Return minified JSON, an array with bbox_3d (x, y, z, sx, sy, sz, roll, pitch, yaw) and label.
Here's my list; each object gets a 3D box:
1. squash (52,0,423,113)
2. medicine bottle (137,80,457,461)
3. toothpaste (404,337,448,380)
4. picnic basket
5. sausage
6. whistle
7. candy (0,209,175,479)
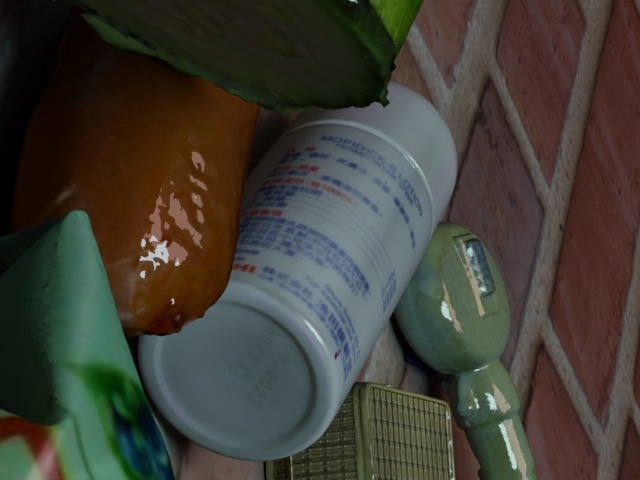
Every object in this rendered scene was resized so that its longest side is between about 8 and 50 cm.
[{"bbox_3d":[-0.009,-0.285,1.009,0.263,0.263,0.384,45,63,-51],"label":"squash"},{"bbox_3d":[0.000,0.000,1.317,0.130,0.130,0.341,69,27,-22],"label":"medicine bottle"},{"bbox_3d":[0.089,0.099,1.611,0.083,0.015,0.024,34,42,-51],"label":"toothpaste"},{"bbox_3d":[0.030,0.161,1.379,0.164,0.079,0.115,21,61,-62],"label":"picnic basket"},{"bbox_3d":[-0.102,-0.056,1.128,0.133,0.133,0.258,54,36,-44],"label":"sausage"},{"bbox_3d":[0.122,0.092,1.592,0.126,0.067,0.258,-14,86,-58],"label":"whistle"},{"bbox_3d":[-0.204,0.141,0.838,0.398,0.172,0.262,-15,84,-45],"label":"candy"}]
